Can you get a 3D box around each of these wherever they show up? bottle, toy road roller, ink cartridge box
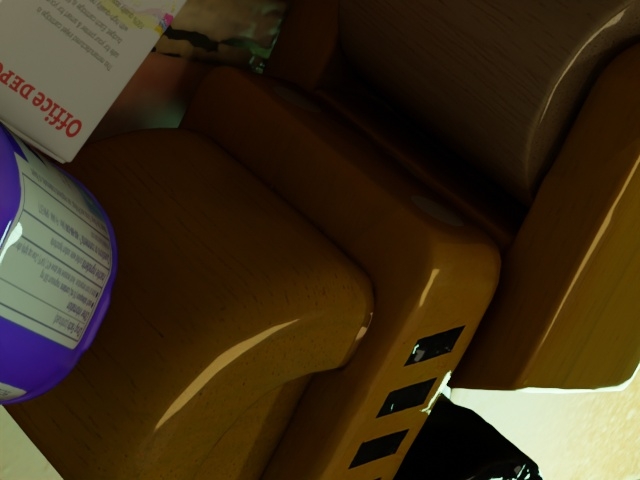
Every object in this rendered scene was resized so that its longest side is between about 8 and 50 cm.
[{"bbox_3d":[-0.142,-0.014,0.511,0.283,0.118,0.092,56,58,-77],"label":"bottle"},{"bbox_3d":[0.000,0.000,0.735,0.240,0.202,0.330,8,116,-47],"label":"toy road roller"},{"bbox_3d":[-0.092,-0.100,0.632,0.122,0.052,0.088,-55,151,-2],"label":"ink cartridge box"}]

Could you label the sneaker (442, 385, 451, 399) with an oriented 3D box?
[{"bbox_3d":[0.048,0.075,1.048,0.158,0.061,0.065,80,23,-50],"label":"sneaker"}]
